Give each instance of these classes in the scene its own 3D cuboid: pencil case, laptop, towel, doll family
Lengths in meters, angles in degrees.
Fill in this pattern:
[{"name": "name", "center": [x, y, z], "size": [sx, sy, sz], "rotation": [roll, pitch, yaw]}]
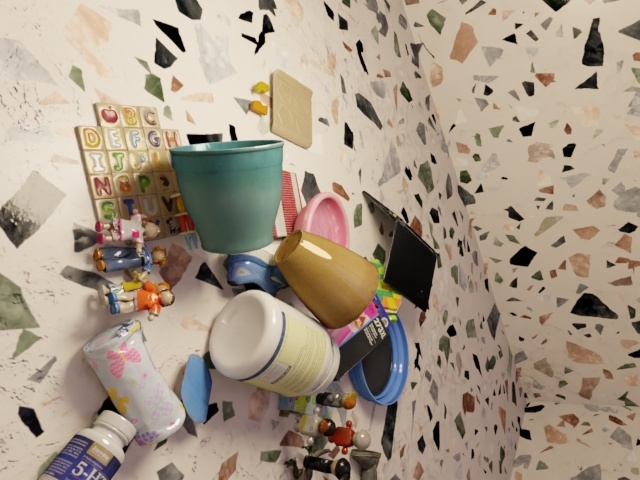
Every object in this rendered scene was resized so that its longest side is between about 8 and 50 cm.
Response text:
[{"name": "pencil case", "center": [-0.399, 0.308, 1.048], "size": [0.124, 0.114, 0.272], "rotation": [-43, 116, -56]}, {"name": "laptop", "center": [0.320, 0.045, 2.069], "size": [0.236, 0.408, 0.382], "rotation": [-49, 135, 5]}, {"name": "towel", "center": [-0.168, -0.122, 1.547], "size": [0.329, 0.037, 0.236], "rotation": [-2, 81, -56]}, {"name": "doll family", "center": [-0.422, 0.067, 1.100], "size": [0.163, 0.118, 0.262], "rotation": [-2, 70, -44]}]

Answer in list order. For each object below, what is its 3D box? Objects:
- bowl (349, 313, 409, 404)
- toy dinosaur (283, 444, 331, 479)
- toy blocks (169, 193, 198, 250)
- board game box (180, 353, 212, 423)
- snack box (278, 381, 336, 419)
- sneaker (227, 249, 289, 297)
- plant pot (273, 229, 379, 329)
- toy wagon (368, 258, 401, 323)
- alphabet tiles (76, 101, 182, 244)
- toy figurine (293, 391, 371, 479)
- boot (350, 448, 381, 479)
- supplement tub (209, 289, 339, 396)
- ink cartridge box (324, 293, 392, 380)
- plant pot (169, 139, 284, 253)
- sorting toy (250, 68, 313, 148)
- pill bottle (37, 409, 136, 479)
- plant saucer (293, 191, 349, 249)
[{"name": "bowl", "center": [0.231, 0.450, 1.913], "size": [0.391, 0.077, 0.390], "rotation": [19, 66, -50]}, {"name": "toy dinosaur", "center": [-0.049, 0.703, 1.482], "size": [0.268, 0.064, 0.118], "rotation": [-43, 119, -55]}, {"name": "toy blocks", "center": [-0.328, -0.053, 1.273], "size": [0.123, 0.054, 0.147], "rotation": [-16, 95, -55]}, {"name": "board game box", "center": [-0.320, 0.368, 1.196], "size": [0.168, 0.033, 0.133], "rotation": [-93, 165, -50]}, {"name": "snack box", "center": [-0.034, 0.476, 1.546], "size": [0.207, 0.070, 0.174], "rotation": [37, 52, -46]}, {"name": "sneaker", "center": [-0.160, 0.114, 1.446], "size": [0.330, 0.130, 0.147], "rotation": [21, 79, -47]}, {"name": "plant pot", "center": [-0.004, 0.090, 1.382], "size": [0.254, 0.237, 0.237], "rotation": [39, 50, -24]}, {"name": "toy wagon", "center": [0.173, 0.179, 1.836], "size": [0.345, 0.068, 0.267], "rotation": [15, 50, -41]}, {"name": "alphabet tiles", "center": [-0.444, -0.169, 1.197], "size": [0.285, 0.011, 0.342], "rotation": [-15, 93, -54]}, {"name": "toy figurine", "center": [0.041, 0.575, 1.441], "size": [0.213, 0.148, 0.209], "rotation": [-25, 104, -52]}, {"name": "boot", "center": [0.159, 0.864, 1.723], "size": [0.190, 0.076, 0.208], "rotation": [33, 63, -43]}, {"name": "supplement tub", "center": [-0.117, 0.297, 1.335], "size": [0.325, 0.236, 0.235], "rotation": [37, 53, -44]}, {"name": "ink cartridge box", "center": [0.120, 0.300, 1.640], "size": [0.371, 0.069, 0.175], "rotation": [-31, 96, -42]}, {"name": "plant pot", "center": [-0.215, -0.109, 1.188], "size": [0.272, 0.272, 0.254], "rotation": [-26, 117, -54]}, {"name": "sorting toy", "center": [-0.132, -0.472, 1.688], "size": [0.307, 0.041, 0.228], "rotation": [15, 74, -52]}, {"name": "pill bottle", "center": [-0.454, 0.436, 0.940], "size": [0.112, 0.112, 0.186], "rotation": [59, 40, -26]}, {"name": "plant saucer", "center": [0.000, 0.000, 1.660], "size": [0.332, 0.084, 0.331], "rotation": [-1, 91, -63]}]
